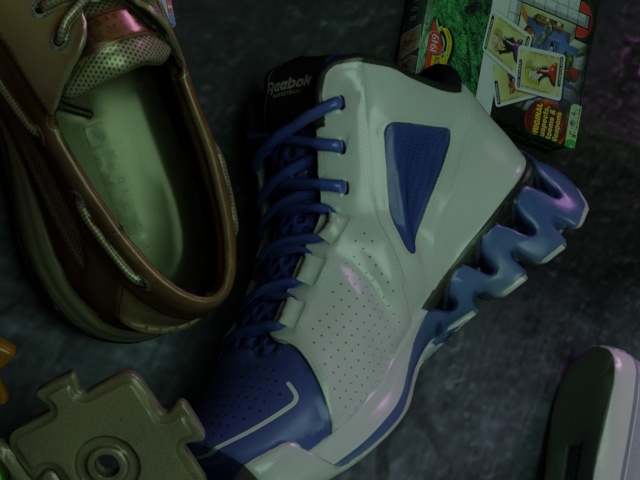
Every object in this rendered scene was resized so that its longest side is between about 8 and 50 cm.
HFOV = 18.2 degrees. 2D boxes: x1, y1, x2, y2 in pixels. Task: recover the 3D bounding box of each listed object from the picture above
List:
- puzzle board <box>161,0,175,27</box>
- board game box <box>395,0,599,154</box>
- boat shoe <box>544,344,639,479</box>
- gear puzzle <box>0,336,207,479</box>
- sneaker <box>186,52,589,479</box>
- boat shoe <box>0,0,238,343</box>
[{"bbox_3d":[-0.143,-0.158,1.108,0.128,0.011,0.096,-12,94,-34],"label":"puzzle board"},{"bbox_3d":[0.126,-0.198,1.278,0.136,0.030,0.259,16,78,-29],"label":"board game box"},{"bbox_3d":[0.182,0.182,1.257,0.081,0.079,0.227,22,72,-26],"label":"boat shoe"},{"bbox_3d":[-0.123,0.160,1.021,0.175,0.044,0.339,-28,106,12],"label":"gear puzzle"},{"bbox_3d":[0.001,-0.001,1.137,0.315,0.127,0.182,-44,105,-33],"label":"sneaker"},{"bbox_3d":[-0.123,-0.101,1.038,0.122,0.120,0.324,-31,104,-31],"label":"boat shoe"}]
